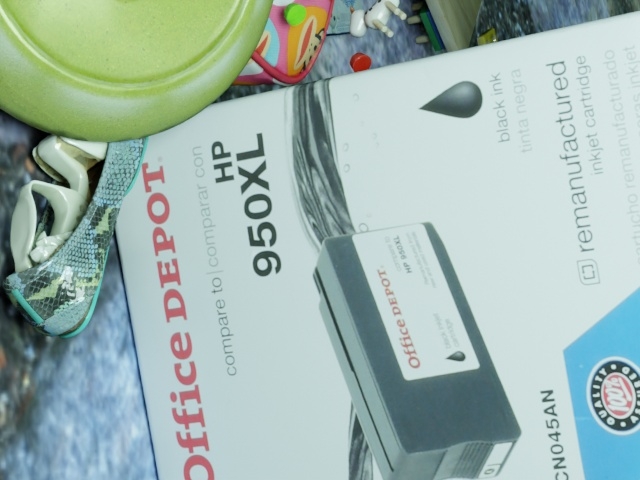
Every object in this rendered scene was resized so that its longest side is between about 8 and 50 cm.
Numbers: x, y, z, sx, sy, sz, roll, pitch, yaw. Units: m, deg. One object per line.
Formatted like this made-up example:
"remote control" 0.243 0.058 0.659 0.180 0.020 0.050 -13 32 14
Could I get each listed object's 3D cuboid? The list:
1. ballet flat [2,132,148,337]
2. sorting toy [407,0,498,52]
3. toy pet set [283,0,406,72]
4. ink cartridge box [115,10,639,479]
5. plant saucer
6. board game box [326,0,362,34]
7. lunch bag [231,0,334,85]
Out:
"ballet flat" -0.151 -0.030 1.059 0.070 0.070 0.188 56 30 -42
"sorting toy" 0.114 -0.255 1.727 0.274 0.046 0.132 62 30 -33
"toy pet set" 0.013 -0.195 1.192 0.122 0.114 0.065 34 9 -46
"ink cartridge box" 0.077 0.029 1.131 0.166 0.395 0.285 -8 89 -63
"plant saucer" -0.123 -0.179 1.035 0.241 0.037 0.240 -2 94 -29
"board game box" 0.008 -0.224 1.517 0.090 0.020 0.090 -19 99 -65
"lunch bag" -0.081 -0.270 1.185 0.258 0.120 0.293 42 54 -49
